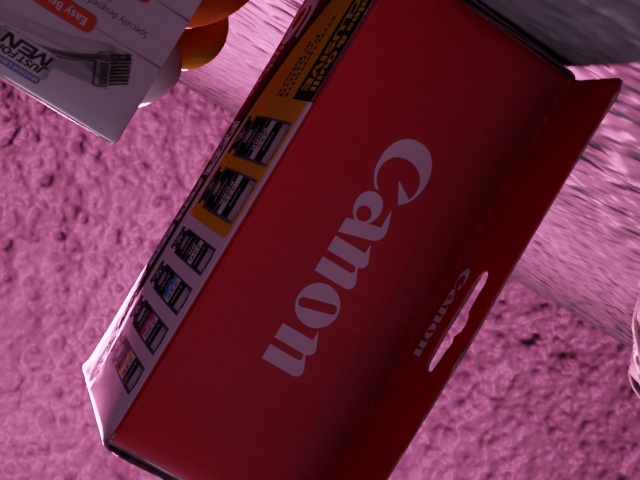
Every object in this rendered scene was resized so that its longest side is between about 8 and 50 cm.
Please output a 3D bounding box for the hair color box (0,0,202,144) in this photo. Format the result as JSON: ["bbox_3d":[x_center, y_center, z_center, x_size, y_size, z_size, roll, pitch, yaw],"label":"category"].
[{"bbox_3d":[-0.078,-0.133,0.495,0.093,0.167,0.053,32,179,-19],"label":"hair color box"}]

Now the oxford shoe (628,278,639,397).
[{"bbox_3d":[0.362,0.117,1.234,0.169,0.130,0.449,32,178,17],"label":"oxford shoe"}]

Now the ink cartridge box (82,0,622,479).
[{"bbox_3d":[0.000,0.000,0.762,0.130,0.309,0.272,31,178,-15],"label":"ink cartridge box"}]

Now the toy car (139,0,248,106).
[{"bbox_3d":[-0.121,-0.183,0.778,0.182,0.159,0.136,31,144,-13],"label":"toy car"}]
